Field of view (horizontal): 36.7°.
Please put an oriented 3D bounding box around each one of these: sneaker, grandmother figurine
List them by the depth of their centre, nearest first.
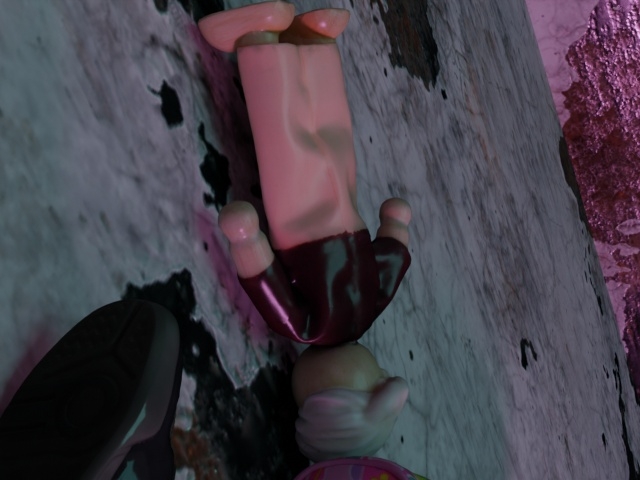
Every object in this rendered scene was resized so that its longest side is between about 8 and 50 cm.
[{"bbox_3d":[-0.100,0.147,0.464,0.130,0.087,0.228,50,40,-49],"label":"sneaker"},{"bbox_3d":[0.000,0.000,0.737,0.207,0.104,0.343,-7,89,-38],"label":"grandmother figurine"}]

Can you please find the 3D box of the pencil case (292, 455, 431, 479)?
[{"bbox_3d":[0.078,0.247,0.755,0.284,0.124,0.124,41,44,-55],"label":"pencil case"}]
